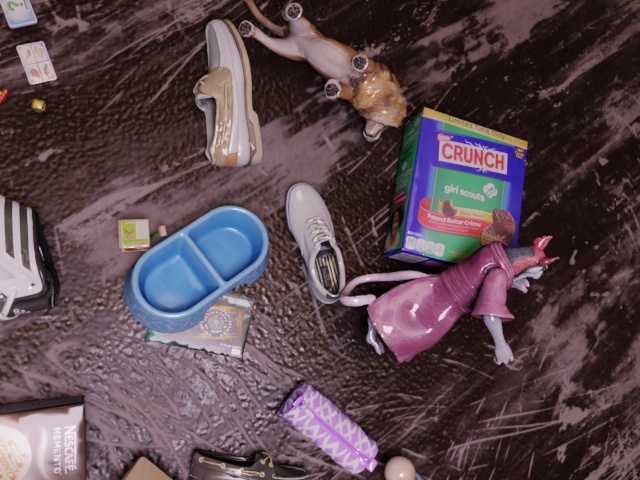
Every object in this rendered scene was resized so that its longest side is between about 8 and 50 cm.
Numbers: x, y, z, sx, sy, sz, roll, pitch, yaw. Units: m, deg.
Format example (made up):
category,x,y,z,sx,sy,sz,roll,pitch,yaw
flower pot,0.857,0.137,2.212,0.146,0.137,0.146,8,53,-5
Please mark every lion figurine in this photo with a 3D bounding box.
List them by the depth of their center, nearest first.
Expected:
category,x,y,z,sx,sy,sz,roll,pitch,yaw
lion figurine,0.016,-0.375,1.065,0.392,0.240,0.142,46,111,6

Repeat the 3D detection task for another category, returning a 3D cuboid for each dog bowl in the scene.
category,x,y,z,sx,sy,sz,roll,pitch,yaw
dog bowl,-0.221,0.044,0.954,0.297,0.074,0.166,-37,86,-25

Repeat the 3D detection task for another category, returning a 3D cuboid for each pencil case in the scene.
category,x,y,z,sx,sy,sz,roll,pitch,yaw
pencil case,0.016,0.362,0.991,0.206,0.088,0.086,41,66,-8

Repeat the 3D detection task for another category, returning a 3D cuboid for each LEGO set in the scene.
category,x,y,z,sx,sy,sz,roll,pitch,yaw
LEGO set,-0.596,-0.339,0.927,0.183,0.060,0.244,-20,94,-18

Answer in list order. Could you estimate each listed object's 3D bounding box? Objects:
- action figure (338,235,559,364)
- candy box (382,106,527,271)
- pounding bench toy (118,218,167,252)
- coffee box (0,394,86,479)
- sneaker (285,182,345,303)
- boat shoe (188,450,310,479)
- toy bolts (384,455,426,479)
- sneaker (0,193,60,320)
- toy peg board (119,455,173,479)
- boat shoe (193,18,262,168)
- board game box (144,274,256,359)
category,x,y,z,sx,sy,sz,roll,pitch,yaw
action figure,0.266,0.082,0.981,0.370,0.248,0.275,-38,97,23
candy box,0.300,-0.094,1.126,0.268,0.122,0.317,13,77,-14
pounding bench toy,-0.330,-0.008,0.956,0.083,0.065,0.052,-3,82,-17
coffee box,-0.509,0.338,0.815,0.247,0.098,0.141,-1,83,-26
sneaker,0.000,0.000,1.038,0.094,0.091,0.258,-18,87,-18
boat shoe,-0.126,0.427,0.942,0.228,0.081,0.068,7,84,-13
toy bolts,0.125,0.518,0.941,0.229,0.218,0.158,-29,104,-25
sneaker,-0.582,0.125,0.807,0.258,0.169,0.447,17,75,-12
toy peg board,-0.313,0.484,0.871,0.160,0.079,0.161,50,48,-19
boat shoe,-0.196,-0.294,1.014,0.103,0.113,0.302,-11,86,-23
board game box,-0.228,0.148,0.983,0.186,0.026,0.126,15,77,-14
